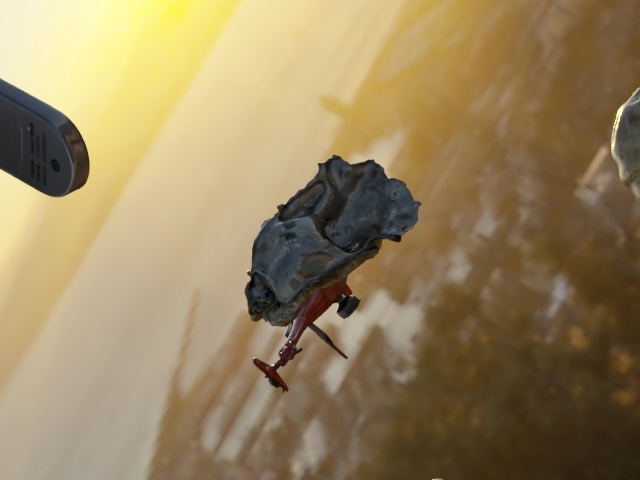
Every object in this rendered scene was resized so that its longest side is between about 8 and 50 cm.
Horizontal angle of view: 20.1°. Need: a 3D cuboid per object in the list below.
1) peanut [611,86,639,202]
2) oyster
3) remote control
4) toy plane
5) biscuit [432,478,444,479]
[{"bbox_3d":[0.407,-0.111,1.611,0.153,0.325,0.140,104,147,-62],"label":"peanut"},{"bbox_3d":[-0.002,-0.003,1.462,0.165,0.108,0.053,-33,-26,-4],"label":"oyster"},{"bbox_3d":[-0.282,-0.105,1.484,0.022,0.245,0.077,-33,-41,-41],"label":"remote control"},{"bbox_3d":[-0.020,0.064,1.730,0.077,0.126,0.194,-45,-11,28],"label":"toy plane"},{"bbox_3d":[0.181,0.308,1.520,0.030,0.249,0.160,-20,-60,-47],"label":"biscuit"}]
